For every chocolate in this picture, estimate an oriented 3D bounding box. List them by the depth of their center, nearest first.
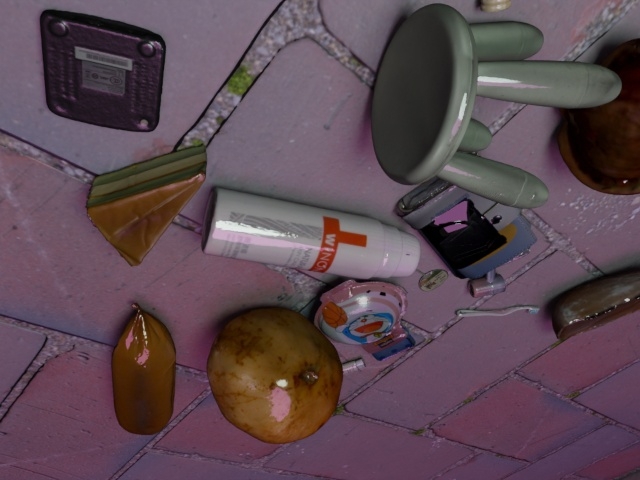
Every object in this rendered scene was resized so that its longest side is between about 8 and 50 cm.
[{"bbox_3d":[0.608,0.123,0.983,0.261,0.083,0.161,-24,150,9],"label":"chocolate"}]

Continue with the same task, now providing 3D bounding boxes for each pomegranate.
[{"bbox_3d":[-0.080,0.234,0.820,0.248,0.248,0.248,-7,133,-8],"label":"pomegranate"}]

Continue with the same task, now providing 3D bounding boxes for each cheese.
[{"bbox_3d":[0.096,0.159,0.894,0.188,0.074,0.286,-28,133,13],"label":"cheese"}]

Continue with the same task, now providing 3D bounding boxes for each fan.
[{"bbox_3d":[0.207,0.077,0.894,0.080,0.003,0.060,4,129,-18],"label":"fan"}]

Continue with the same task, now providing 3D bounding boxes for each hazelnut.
[{"bbox_3d":[0.421,-0.158,0.620,0.160,0.170,0.202,8,118,-19],"label":"hazelnut"}]

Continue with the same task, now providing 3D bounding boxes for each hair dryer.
[{"bbox_3d":[0.321,0.059,0.890,0.063,0.037,0.114,-12,125,-2],"label":"hair dryer"}]

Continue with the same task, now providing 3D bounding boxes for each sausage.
[{"bbox_3d":[-0.323,0.243,0.849,0.112,0.112,0.328,3,128,-16],"label":"sausage"}]

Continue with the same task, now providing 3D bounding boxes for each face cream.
[{"bbox_3d":[0.000,0.000,0.708,0.345,0.102,0.102,10,128,-20],"label":"face cream"},{"bbox_3d":[0.045,0.291,1.036,0.115,0.020,0.038,-20,134,8],"label":"face cream"}]

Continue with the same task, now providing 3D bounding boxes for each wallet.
[{"bbox_3d":[0.250,-0.026,0.770,0.170,0.069,0.231,-32,130,21],"label":"wallet"}]

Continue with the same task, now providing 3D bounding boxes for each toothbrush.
[{"bbox_3d":[0.384,0.152,0.998,0.204,0.017,0.022,0,112,-15],"label":"toothbrush"}]

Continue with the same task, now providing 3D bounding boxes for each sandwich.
[{"bbox_3d":[-0.210,-0.047,0.631,0.163,0.079,0.113,-19,135,1],"label":"sandwich"}]

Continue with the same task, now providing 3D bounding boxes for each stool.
[{"bbox_3d":[0.185,-0.157,0.555,0.198,0.195,0.195,3,130,-22],"label":"stool"}]

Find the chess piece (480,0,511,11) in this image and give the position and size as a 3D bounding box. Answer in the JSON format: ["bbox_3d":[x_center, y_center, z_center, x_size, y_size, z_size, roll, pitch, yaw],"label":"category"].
[{"bbox_3d":[0.200,-0.313,0.524,0.035,0.035,0.092,-15,129,-1],"label":"chess piece"}]

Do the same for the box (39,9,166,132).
[{"bbox_3d":[-0.246,-0.186,0.529,0.126,0.027,0.125,6,130,-18],"label":"box"}]
